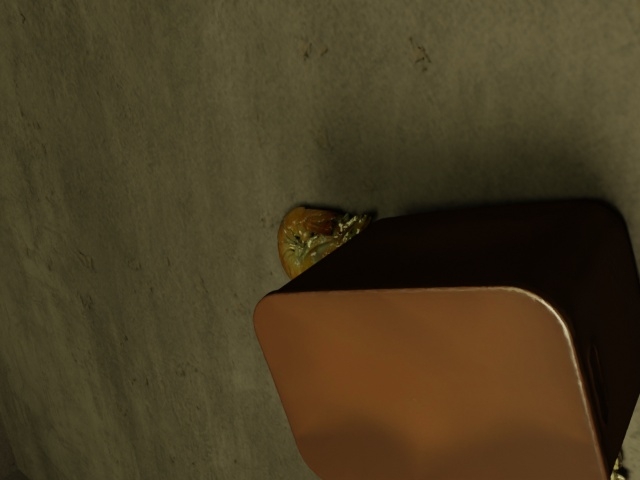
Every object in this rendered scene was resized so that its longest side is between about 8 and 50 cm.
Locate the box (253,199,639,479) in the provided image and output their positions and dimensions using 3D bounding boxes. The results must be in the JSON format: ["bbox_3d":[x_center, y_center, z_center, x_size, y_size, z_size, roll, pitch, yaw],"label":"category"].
[{"bbox_3d":[0.147,0.107,0.866,0.339,0.229,0.240,-4,111,38],"label":"box"}]

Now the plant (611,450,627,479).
[{"bbox_3d":[0.302,0.272,0.991,0.122,0.104,0.117,124,152,-80],"label":"plant"}]

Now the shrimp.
[{"bbox_3d":[-0.002,0.000,1.132,0.217,0.051,0.115,-30,90,54],"label":"shrimp"}]
